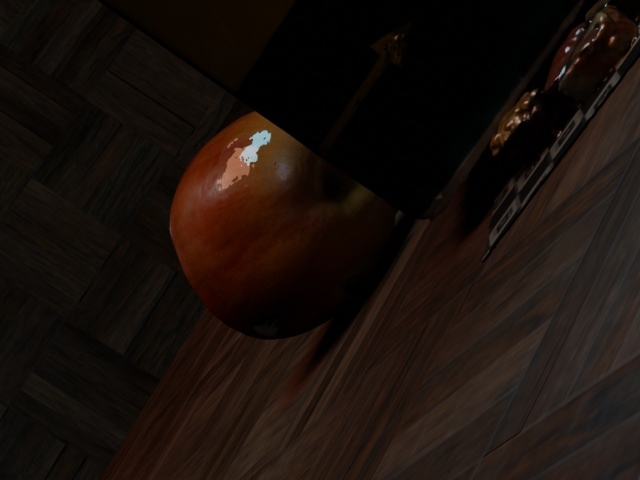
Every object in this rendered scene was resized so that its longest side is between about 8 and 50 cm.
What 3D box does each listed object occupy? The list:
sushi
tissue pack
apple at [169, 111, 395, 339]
[{"bbox_3d":[0.144,-0.092,1.129,0.201,0.031,0.139,-55,5,21],"label":"sushi"},{"bbox_3d":[-0.018,-0.238,1.291,0.253,0.417,0.264,-57,-2,20],"label":"tissue pack"},{"bbox_3d":[-0.025,-0.020,1.539,0.199,0.199,0.199,-56,5,7],"label":"apple"}]
